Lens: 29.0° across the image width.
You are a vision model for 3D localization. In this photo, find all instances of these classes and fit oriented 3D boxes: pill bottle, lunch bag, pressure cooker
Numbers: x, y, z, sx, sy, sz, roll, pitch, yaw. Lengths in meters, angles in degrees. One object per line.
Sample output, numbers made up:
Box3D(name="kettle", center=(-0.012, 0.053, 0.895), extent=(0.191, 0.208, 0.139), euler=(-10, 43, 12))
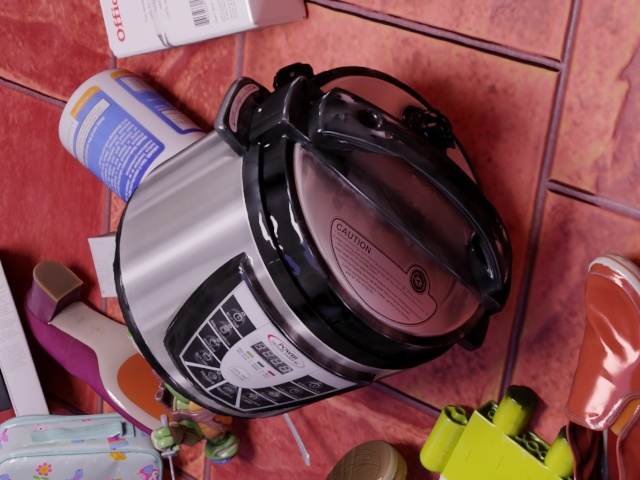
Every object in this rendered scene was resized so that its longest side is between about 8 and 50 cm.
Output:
Box3D(name="pill bottle", center=(-0.234, -0.114, 1.769), extent=(0.272, 0.152, 0.152), euler=(41, 126, 23))
Box3D(name="lunch bag", center=(-0.386, 0.376, 1.986), extent=(0.108, 0.279, 0.224), euler=(-113, 26, -55))
Box3D(name="pressure cooker", center=(0.000, -0.006, 1.466), extent=(0.420, 0.369, 0.376), euler=(-25, 77, 41))

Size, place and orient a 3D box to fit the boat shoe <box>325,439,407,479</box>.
Box3D(name="boat shoe", center=(0.046, 0.400, 1.743), extent=(0.110, 0.122, 0.341), euler=(24, 132, -12))

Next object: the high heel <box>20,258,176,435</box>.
Box3D(name="high heel", center=(-0.349, 0.205, 2.018), extent=(0.377, 0.127, 0.181), euler=(49, 146, 19))

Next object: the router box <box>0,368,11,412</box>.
Box3D(name="router box", center=(-0.596, 0.204, 2.192), extent=(0.133, 0.046, 0.179), euler=(-141, 36, -67))

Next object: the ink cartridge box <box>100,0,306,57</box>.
Box3D(name="ink cartridge box", center=(-0.171, -0.366, 1.658), extent=(0.272, 0.114, 0.198), euler=(-3, 101, 40))

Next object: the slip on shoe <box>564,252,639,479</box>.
Box3D(name="slip on shoe", center=(0.332, 0.178, 1.409), extent=(0.123, 0.101, 0.331), euler=(23, 121, 57))

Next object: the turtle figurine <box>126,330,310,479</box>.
Box3D(name="turtle figurine", center=(-0.149, 0.224, 1.767), extent=(0.197, 0.275, 0.266), euler=(-20, 109, 4))

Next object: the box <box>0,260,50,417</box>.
Box3D(name="box", center=(-0.528, 0.168, 2.098), extent=(0.232, 0.058, 0.322), euler=(176, 78, -75))

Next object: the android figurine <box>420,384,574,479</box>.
Box3D(name="android figurine", center=(0.236, 0.322, 1.584), extent=(0.248, 0.056, 0.273), euler=(39, 124, 24))

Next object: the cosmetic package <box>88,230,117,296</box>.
Box3D(name="cosmetic package", center=(-0.248, 0.030, 1.888), extent=(0.239, 0.060, 0.099), euler=(-4, 100, 40))
